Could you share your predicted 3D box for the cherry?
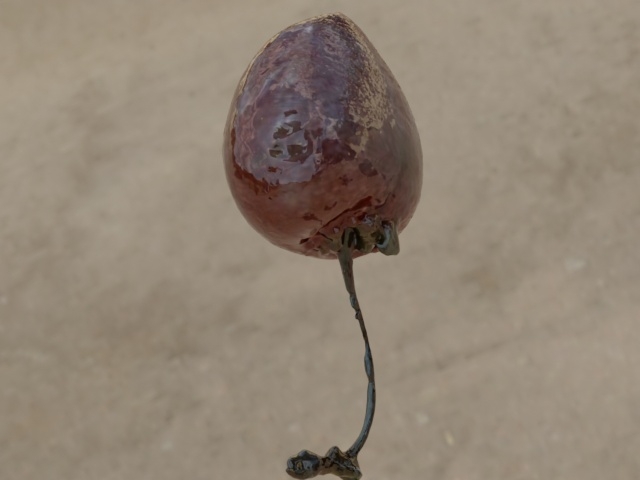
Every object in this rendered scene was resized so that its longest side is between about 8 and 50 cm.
[{"bbox_3d":[0.000,0.000,0.890,0.090,0.107,0.225,-5,74,22],"label":"cherry"}]
